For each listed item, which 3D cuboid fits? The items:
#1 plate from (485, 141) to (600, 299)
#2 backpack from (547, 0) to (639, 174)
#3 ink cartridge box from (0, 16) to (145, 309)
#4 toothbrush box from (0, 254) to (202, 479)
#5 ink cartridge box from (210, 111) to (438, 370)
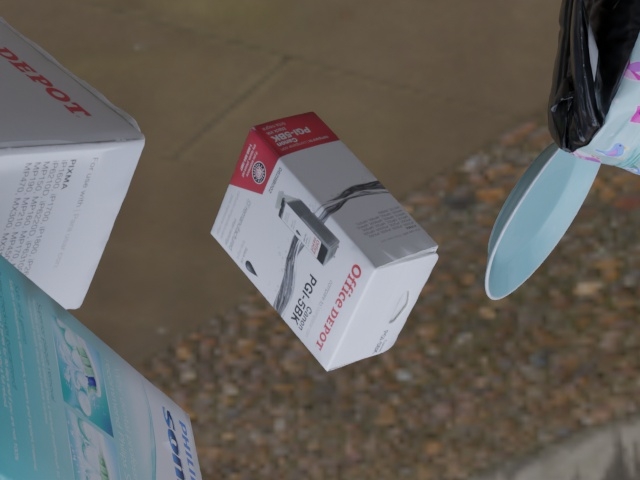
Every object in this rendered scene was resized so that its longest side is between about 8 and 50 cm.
[{"bbox_3d":[0.196,-0.031,1.430,0.024,0.188,0.188,33,169,22],"label":"plate"},{"bbox_3d":[0.180,-0.120,0.797,0.115,0.182,0.152,14,180,0],"label":"backpack"},{"bbox_3d":[-0.286,-0.053,0.870,0.306,0.226,0.131,-5,126,-52],"label":"ink cartridge box"},{"bbox_3d":[-0.203,0.112,0.709,0.216,0.126,0.295,-22,147,11],"label":"toothbrush box"},{"bbox_3d":[0.000,0.000,1.019,0.056,0.135,0.099,-17,144,-39],"label":"ink cartridge box"}]
